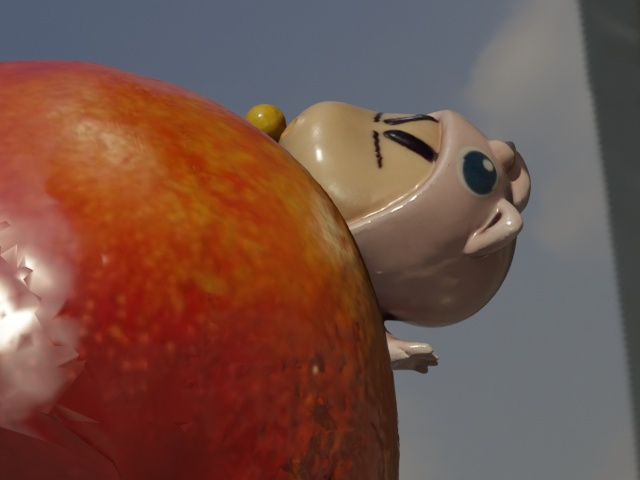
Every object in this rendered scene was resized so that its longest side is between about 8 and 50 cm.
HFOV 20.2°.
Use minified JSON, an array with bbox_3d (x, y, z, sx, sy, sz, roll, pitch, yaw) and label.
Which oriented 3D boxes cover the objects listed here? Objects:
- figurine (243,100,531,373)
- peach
[{"bbox_3d":[0.000,0.000,1.222,0.287,0.186,0.176,-23,29,23],"label":"figurine"},{"bbox_3d":[-0.134,0.102,0.880,0.388,0.388,0.388,-40,-25,-23],"label":"peach"}]
